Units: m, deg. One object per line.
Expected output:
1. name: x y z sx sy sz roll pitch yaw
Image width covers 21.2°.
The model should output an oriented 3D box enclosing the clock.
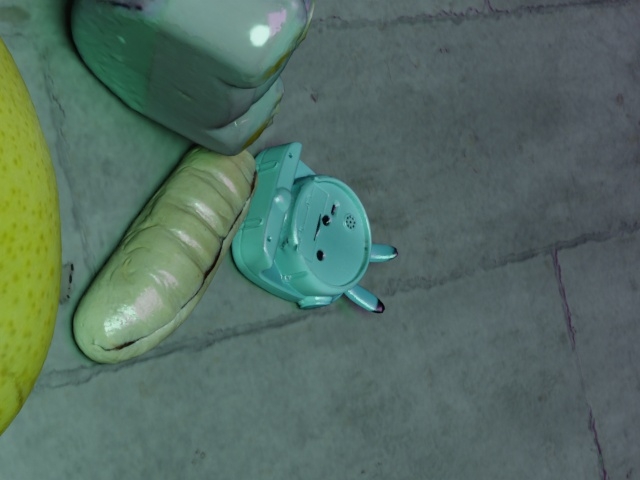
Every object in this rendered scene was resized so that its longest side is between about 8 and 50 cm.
1. clock: -0.001 0.000 1.309 0.147 0.045 0.108 35 58 -38

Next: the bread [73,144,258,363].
1. bread: -0.097 0.006 1.196 0.073 0.053 0.214 56 45 -27

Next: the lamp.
1. lamp: -0.066 -0.239 1.203 0.247 0.247 0.301 26 67 4

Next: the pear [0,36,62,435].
1. pear: -0.278 -0.016 0.824 0.314 0.314 0.314 15 70 -45
